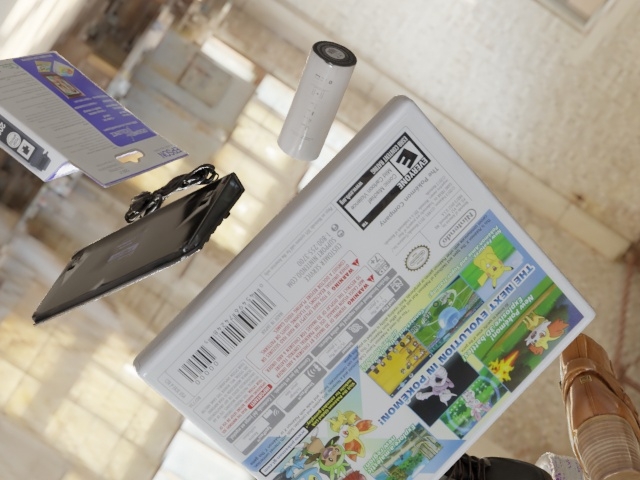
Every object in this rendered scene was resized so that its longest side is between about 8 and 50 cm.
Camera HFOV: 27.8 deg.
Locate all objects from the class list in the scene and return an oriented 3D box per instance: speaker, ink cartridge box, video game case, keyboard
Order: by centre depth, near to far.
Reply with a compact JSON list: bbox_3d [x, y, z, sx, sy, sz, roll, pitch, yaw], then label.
[{"bbox_3d":[0.050,0.087,1.156,0.329,0.300,0.036,-46,-154,-3],"label":"video game case"},{"bbox_3d":[-0.270,-0.122,1.389,0.045,0.208,0.206,-57,171,21],"label":"ink cartridge box"},{"bbox_3d":[-0.191,-0.005,1.432,0.317,0.033,0.201,-21,-149,44],"label":"keyboard"},{"bbox_3d":[-0.005,-0.159,1.493,0.055,0.055,0.136,-69,-179,-56],"label":"speaker"}]

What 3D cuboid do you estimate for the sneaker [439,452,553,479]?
[{"bbox_3d":[0.189,0.307,1.655,0.118,0.222,0.083,78,11,-56],"label":"sneaker"}]

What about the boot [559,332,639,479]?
[{"bbox_3d":[0.359,0.269,1.609,0.109,0.283,0.220,-22,-137,13],"label":"boot"}]

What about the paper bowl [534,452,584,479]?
[{"bbox_3d":[0.381,0.470,1.934,0.284,0.148,0.284,11,90,-90],"label":"paper bowl"}]
